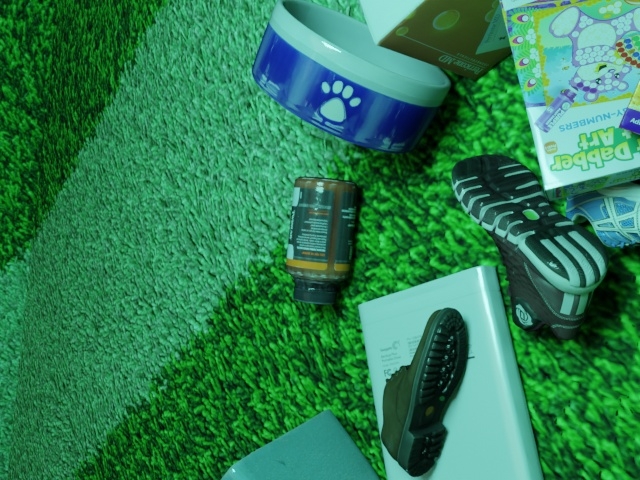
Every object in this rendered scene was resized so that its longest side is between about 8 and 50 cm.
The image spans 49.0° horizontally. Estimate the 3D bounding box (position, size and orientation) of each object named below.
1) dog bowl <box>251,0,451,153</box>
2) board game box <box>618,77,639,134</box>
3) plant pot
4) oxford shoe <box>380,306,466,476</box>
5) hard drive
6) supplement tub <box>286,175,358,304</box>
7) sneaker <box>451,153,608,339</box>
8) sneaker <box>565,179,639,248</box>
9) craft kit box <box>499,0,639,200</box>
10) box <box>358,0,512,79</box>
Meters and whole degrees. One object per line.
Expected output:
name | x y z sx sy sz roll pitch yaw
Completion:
dog bowl | 0.042 -0.232 0.981 0.265 0.265 0.104 48 123 38
board game box | 0.382 -0.170 0.635 0.147 0.045 0.193 24 109 21
plant pot | -0.023 0.450 1.025 0.252 0.247 0.248 43 118 21
oxford shoe | 0.124 0.187 0.926 0.096 0.083 0.227 29 107 49
hard drive | 0.173 0.235 0.961 0.233 0.047 0.353 -23 69 43
supplement tub | 0.000 0.000 1.122 0.106 0.106 0.198 7 92 47
sneaker | 0.239 0.017 0.875 0.281 0.106 0.162 -112 14 -53
sneaker | 0.360 -0.022 0.770 0.211 0.080 0.081 42 123 51
craft kit box | 0.337 -0.191 0.745 0.250 0.061 0.246 -15 77 20
box | 0.226 -0.376 0.832 0.345 0.215 0.168 -35 63 40
